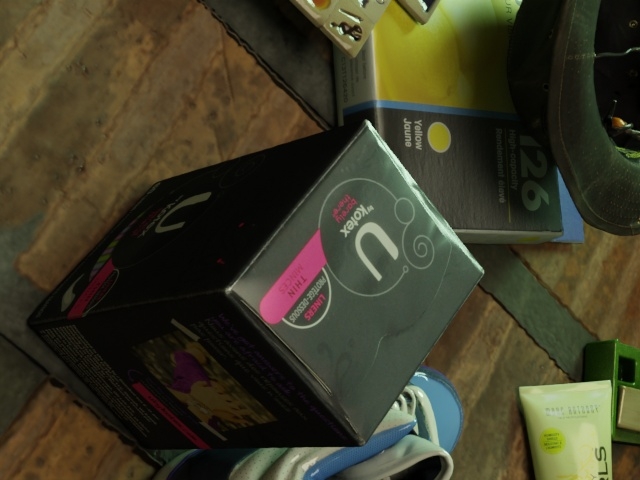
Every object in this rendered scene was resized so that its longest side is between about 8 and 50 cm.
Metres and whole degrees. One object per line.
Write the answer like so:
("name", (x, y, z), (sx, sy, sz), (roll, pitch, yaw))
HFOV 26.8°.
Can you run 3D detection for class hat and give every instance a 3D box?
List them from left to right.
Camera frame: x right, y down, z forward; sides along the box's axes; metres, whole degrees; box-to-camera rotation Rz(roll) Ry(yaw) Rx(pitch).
("hat", (0.252, -0.174, 1.212), (0.331, 0.134, 0.331), (-14, 110, -43))

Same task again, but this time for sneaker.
("sneaker", (0.050, 0.171, 1.012), (0.323, 0.236, 0.130), (-15, 92, -38))

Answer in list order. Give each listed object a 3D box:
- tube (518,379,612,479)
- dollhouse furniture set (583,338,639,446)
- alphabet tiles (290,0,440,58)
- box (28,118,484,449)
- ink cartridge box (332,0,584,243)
("tube", (0.240, 0.254, 1.259), (0.070, 0.062, 0.240), (7, 76, -51))
("dollhouse furniture set", (0.367, 0.249, 1.269), (0.151, 0.198, 0.301), (16, 73, -36))
("alphabet tiles", (0.040, -0.278, 1.145), (0.198, 0.009, 0.237), (42, 62, -22))
("box", (-0.052, 0.040, 0.934), (0.143, 0.270, 0.165), (51, 56, -20))
("ink cartridge box", (0.147, -0.150, 1.249), (0.307, 0.072, 0.303), (0, 82, -35))
